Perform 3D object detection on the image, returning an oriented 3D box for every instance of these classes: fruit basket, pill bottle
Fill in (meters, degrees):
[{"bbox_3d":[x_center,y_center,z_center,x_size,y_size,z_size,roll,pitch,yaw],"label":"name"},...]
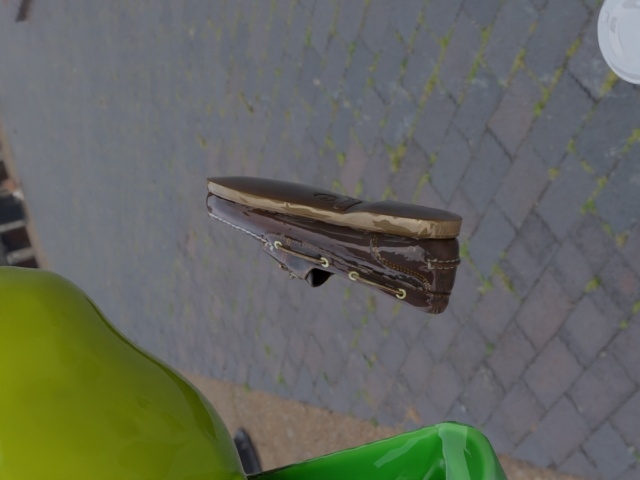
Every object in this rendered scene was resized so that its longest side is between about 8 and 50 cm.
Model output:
[{"bbox_3d":[-0.091,0.194,0.389,0.392,0.392,0.283,102,-178,-48],"label":"fruit basket"},{"bbox_3d":[0.237,-0.139,0.544,0.065,0.116,0.065,42,141,48],"label":"pill bottle"}]

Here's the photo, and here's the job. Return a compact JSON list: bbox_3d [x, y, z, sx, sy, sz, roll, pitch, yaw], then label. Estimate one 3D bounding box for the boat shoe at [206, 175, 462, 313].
[{"bbox_3d":[0.000,0.000,0.622,0.207,0.073,0.073,15,108,32],"label":"boat shoe"}]
